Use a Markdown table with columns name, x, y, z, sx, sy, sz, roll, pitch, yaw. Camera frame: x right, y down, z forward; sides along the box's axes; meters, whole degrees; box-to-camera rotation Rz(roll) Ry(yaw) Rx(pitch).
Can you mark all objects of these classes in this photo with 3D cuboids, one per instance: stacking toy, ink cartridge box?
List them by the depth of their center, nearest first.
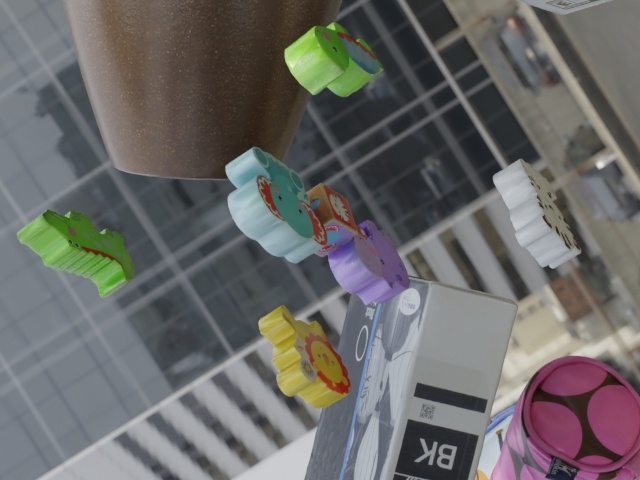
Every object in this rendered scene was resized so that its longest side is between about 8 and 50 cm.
| name | x | y | z | sx | sy | sz | roll | pitch | yaw |
| --- | --- | --- | --- | --- | --- | --- | --- | --- | --- |
| stacking toy | 0.000 | 0.000 | 0.625 | 0.221 | 0.167 | 0.052 | 29 | -145 | -48 |
| ink cartridge box | 0.030 | 0.186 | 0.843 | 0.065 | 0.333 | 0.165 | 13 | 178 | -14 |

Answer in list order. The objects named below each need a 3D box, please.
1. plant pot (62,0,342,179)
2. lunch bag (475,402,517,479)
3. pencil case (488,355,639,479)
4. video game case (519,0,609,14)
| name | x | y | z | sx | sy | sz | roll | pitch | yaw |
| --- | --- | --- | --- | --- | --- | --- | --- | --- | --- |
| plant pot | -0.072 | -0.158 | 0.840 | 0.215 | 0.215 | 0.230 | -105 | 17 | -79 |
| lunch bag | 0.169 | 0.295 | 1.139 | 0.115 | 0.303 | 0.243 | 27 | -157 | -47 |
| pencil case | 0.169 | 0.173 | 0.960 | 0.098 | 0.095 | 0.209 | 33 | 151 | 18 |
| video game case | 0.184 | -0.215 | 0.971 | 0.193 | 0.212 | 0.023 | 9 | -100 | -36 |
